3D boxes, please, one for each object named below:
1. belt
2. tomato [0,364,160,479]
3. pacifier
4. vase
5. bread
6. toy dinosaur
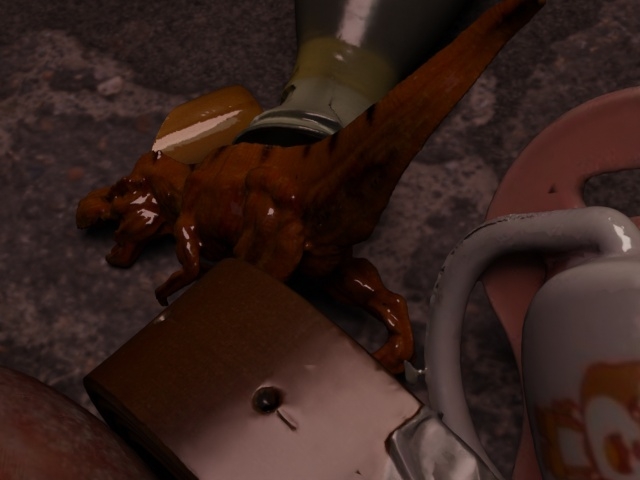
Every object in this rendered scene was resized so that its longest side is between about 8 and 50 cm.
[{"bbox_3d":[0.026,0.161,0.650,0.122,0.217,0.339,-42,78,-19],"label":"belt"},{"bbox_3d":[-0.212,0.216,0.610,0.317,0.282,0.316,-4,54,5],"label":"tomato"},{"bbox_3d":[0.213,0.075,0.682,0.273,0.220,0.332,-12,96,-14],"label":"pacifier"},{"bbox_3d":[0.038,-0.181,0.915,0.173,0.173,0.321,13,67,15],"label":"vase"},{"bbox_3d":[-0.093,-0.084,0.926,0.103,0.049,0.062,-22,58,-9],"label":"bread"},{"bbox_3d":[0.000,0.000,0.778,0.432,0.208,0.097,-13,5,40],"label":"toy dinosaur"}]
